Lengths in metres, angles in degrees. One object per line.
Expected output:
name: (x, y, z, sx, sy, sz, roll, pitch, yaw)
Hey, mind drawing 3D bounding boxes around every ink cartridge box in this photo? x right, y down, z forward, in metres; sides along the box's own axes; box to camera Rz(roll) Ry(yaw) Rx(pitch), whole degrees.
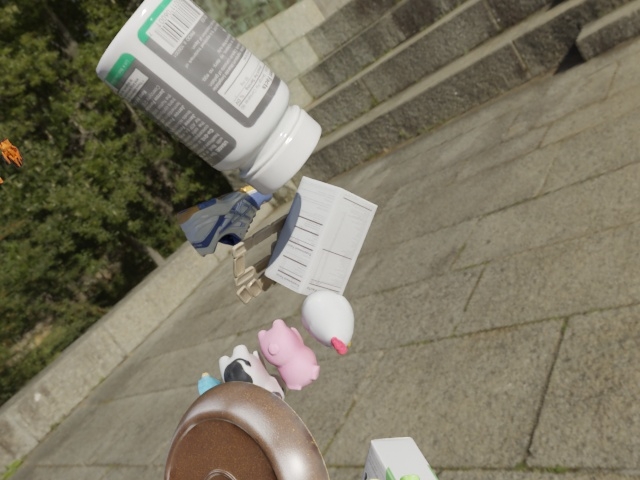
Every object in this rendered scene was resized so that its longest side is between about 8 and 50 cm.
ink cartridge box: (0.136, 0.496, 1.040, 0.092, 0.219, 0.160, 4, 20, -20)

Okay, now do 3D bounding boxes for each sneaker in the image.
sneaker: (-0.220, -0.053, 1.435, 0.112, 0.131, 0.296, -16, 10, 45)

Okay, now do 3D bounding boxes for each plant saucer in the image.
plant saucer: (-0.119, 0.353, 0.790, 0.310, 0.310, 0.050, -26, -19, 33)

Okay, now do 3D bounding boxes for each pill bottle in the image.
pill bottle: (-0.186, -0.253, 1.023, 0.204, 0.361, 0.204, -42, 24, 23)

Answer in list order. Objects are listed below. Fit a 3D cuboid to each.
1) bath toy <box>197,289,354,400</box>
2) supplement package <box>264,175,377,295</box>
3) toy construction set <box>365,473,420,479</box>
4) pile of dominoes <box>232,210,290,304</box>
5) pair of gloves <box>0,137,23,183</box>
bath toy: (-0.069, 0.240, 1.106, 0.348, 0.151, 0.129, -40, 46, 13)
supplement package: (0.000, 0.000, 1.311, 0.134, 0.139, 0.244, 23, 91, 46)
toy construction set: (0.208, 0.424, 0.832, 0.328, 0.215, 0.151, 8, 49, 5)
pile of dominoes: (-0.123, 0.028, 1.366, 0.040, 0.196, 0.251, 31, 45, 28)
pair of gloves: (-0.610, -0.148, 1.101, 0.083, 0.010, 0.074, -49, -26, -25)
